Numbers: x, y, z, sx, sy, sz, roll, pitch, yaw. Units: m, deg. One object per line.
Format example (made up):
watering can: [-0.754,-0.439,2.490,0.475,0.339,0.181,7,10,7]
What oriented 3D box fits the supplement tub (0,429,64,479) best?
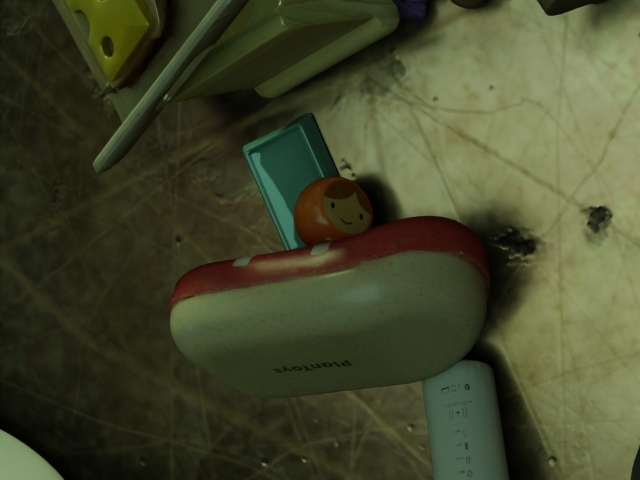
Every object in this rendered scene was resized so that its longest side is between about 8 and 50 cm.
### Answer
supplement tub: [-0.360,0.330,1.016,0.241,0.241,0.331,37,106,14]

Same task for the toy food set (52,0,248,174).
toy food set: [-0.171,-0.226,0.850,0.220,0.092,0.306,-43,71,44]

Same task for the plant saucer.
plant saucer: [0.000,0.000,0.970,0.067,0.018,0.192,-25,87,21]

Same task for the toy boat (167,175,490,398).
toy boat: [0.009,0.022,0.900,0.231,0.151,0.151,-10,60,25]

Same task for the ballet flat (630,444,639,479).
ballet flat: [0.254,0.204,0.876,0.084,0.058,0.250,30,101,52]

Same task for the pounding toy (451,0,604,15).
pounding toy: [0.177,-0.249,0.808,0.269,0.154,0.155,-34,83,19]

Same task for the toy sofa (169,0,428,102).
toy sofa: [-0.066,-0.295,0.917,0.150,0.177,0.363,-22,86,46]

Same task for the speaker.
speaker: [0.107,0.157,0.889,0.055,0.055,0.136,-19,55,21]
